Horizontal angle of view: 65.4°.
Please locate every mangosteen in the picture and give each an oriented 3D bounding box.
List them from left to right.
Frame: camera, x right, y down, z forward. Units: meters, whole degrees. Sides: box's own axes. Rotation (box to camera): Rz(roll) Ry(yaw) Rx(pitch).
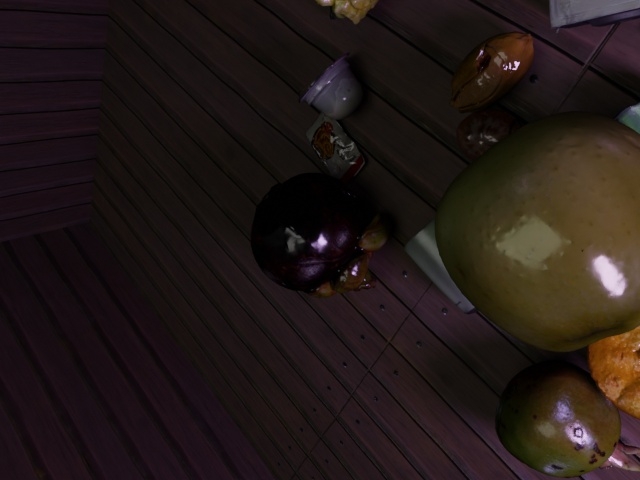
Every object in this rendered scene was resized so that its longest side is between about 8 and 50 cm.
[{"bbox_3d":[-0.009,-0.014,1.531,0.421,0.381,0.381,27,123,22],"label":"mangosteen"}]

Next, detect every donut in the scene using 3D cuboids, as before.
[{"bbox_3d":[0.720,0.246,1.018,0.303,0.110,0.303,-22,58,40],"label":"donut"}]

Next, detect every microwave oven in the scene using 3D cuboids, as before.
[{"bbox_3d":[0.560,-0.501,0.954,0.205,0.129,0.163,6,111,43],"label":"microwave oven"}]

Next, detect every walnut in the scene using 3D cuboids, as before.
[{"bbox_3d":[0.392,-0.388,1.165,0.137,0.137,0.245,60,146,9],"label":"walnut"}]

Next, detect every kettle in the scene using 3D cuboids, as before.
[{"bbox_3d":[0.366,0.074,1.355,0.255,0.165,0.240,49,162,14],"label":"kettle"}]

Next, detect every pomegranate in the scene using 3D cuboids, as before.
[{"bbox_3d":[0.577,0.458,1.197,0.291,0.291,0.323,-32,90,46],"label":"pomegranate"}]

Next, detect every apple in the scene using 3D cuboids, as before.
[{"bbox_3d":[0.473,-0.012,0.982,0.473,0.473,0.473,18,117,39],"label":"apple"}]

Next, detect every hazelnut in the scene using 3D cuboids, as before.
[{"bbox_3d":[0.401,-0.244,1.194,0.154,0.143,0.143,29,125,18],"label":"hazelnut"}]

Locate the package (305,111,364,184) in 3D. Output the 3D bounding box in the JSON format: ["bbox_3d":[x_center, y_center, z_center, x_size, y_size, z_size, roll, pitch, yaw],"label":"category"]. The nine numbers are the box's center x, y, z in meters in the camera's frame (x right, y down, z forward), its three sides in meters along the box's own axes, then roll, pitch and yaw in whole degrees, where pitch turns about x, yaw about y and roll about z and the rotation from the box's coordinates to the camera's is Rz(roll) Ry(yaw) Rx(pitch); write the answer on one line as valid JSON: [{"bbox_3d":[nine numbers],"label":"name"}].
[{"bbox_3d":[0.045,-0.300,1.602,0.239,0.030,0.154,57,138,11],"label":"package"}]

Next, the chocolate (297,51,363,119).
[{"bbox_3d":[0.043,-0.429,1.470,0.221,0.221,0.147,-26,106,46],"label":"chocolate"}]

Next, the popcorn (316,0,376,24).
[{"bbox_3d":[0.068,-0.705,1.279,0.237,0.293,0.293,-3,104,26],"label":"popcorn"}]

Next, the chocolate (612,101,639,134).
[{"bbox_3d":[0.703,-0.155,0.967,0.291,0.110,0.110,56,135,10],"label":"chocolate"}]
